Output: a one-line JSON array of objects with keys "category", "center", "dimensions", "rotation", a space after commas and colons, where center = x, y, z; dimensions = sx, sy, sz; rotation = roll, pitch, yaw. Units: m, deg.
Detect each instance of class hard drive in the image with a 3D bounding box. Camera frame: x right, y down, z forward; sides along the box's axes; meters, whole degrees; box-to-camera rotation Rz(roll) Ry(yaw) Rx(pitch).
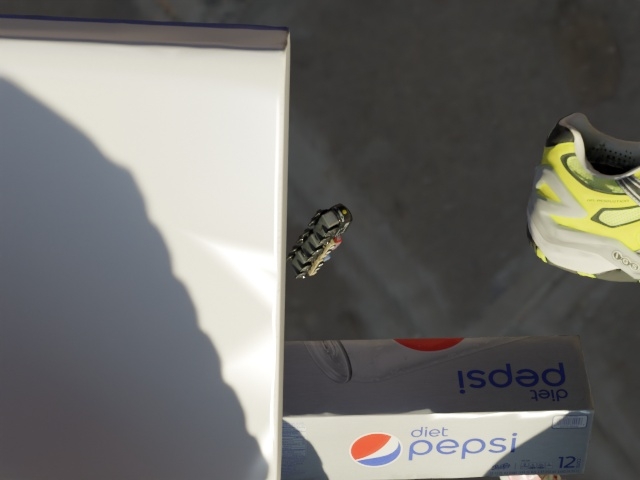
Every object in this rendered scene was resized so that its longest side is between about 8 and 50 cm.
[{"category": "hard drive", "center": [-0.174, 0.007, 0.799], "dimensions": [0.319, 0.040, 0.210], "rotation": [3, 115, 2]}]

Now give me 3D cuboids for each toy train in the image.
[{"category": "toy train", "center": [0.000, 0.000, 1.656], "dimensions": [0.027, 0.036, 0.158], "rotation": [59, 161, 9]}]

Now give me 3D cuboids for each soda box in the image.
[{"category": "soda box", "center": [0.096, 0.150, 1.711], "dimensions": [0.286, 0.098, 0.091], "rotation": [-1, 133, -2]}]

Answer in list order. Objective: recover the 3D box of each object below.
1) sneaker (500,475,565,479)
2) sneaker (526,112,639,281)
[{"category": "sneaker", "center": [0.213, 0.229, 1.788], "dimensions": [0.070, 0.051, 0.134], "rotation": [-5, 117, 31]}, {"category": "sneaker", "center": [0.382, -0.025, 1.861], "dimensions": [0.385, 0.145, 0.147], "rotation": [10, 123, 22]}]
